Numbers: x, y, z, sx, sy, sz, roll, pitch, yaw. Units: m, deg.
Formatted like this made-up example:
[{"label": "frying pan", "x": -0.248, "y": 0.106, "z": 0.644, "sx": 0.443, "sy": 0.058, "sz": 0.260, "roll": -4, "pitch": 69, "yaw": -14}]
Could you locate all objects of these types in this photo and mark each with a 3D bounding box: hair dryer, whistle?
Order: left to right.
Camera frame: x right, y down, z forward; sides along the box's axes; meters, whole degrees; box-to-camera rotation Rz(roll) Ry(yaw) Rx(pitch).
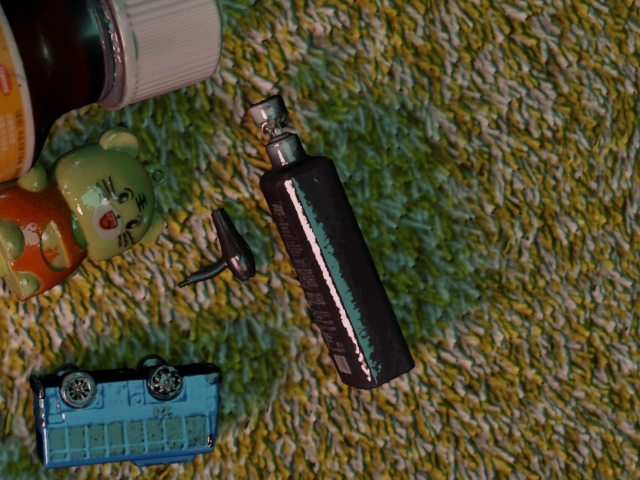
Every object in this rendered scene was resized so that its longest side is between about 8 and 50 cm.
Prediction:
[{"label": "whistle", "x": -0.274, "y": -0.010, "z": 1.878, "sx": 0.288, "sy": 0.106, "sz": 0.131, "roll": -27, "pitch": 124, "yaw": -18}, {"label": "hair dryer", "x": -0.114, "y": 0.017, "z": 1.974, "sx": 0.083, "sy": 0.031, "sz": 0.079, "roll": -27, "pitch": 88, "yaw": -5}]

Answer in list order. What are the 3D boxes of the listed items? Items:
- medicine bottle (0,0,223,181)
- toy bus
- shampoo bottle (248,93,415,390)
[{"label": "medicine bottle", "x": -0.299, "y": -0.184, "z": 1.819, "sx": 0.395, "sy": 0.242, "sz": 0.242, "roll": -24, "pitch": 98, "yaw": -27}, {"label": "toy bus", "x": -0.192, "y": 0.172, "z": 1.922, "sx": 0.185, "sy": 0.090, "sz": 0.106, "roll": -4, "pitch": 93, "yaw": -14}, {"label": "shampoo bottle", "x": 0.000, "y": 0.000, "z": 1.965, "sx": 0.071, "sy": 0.098, "sz": 0.309, "roll": -25, "pitch": 98, "yaw": -14}]
